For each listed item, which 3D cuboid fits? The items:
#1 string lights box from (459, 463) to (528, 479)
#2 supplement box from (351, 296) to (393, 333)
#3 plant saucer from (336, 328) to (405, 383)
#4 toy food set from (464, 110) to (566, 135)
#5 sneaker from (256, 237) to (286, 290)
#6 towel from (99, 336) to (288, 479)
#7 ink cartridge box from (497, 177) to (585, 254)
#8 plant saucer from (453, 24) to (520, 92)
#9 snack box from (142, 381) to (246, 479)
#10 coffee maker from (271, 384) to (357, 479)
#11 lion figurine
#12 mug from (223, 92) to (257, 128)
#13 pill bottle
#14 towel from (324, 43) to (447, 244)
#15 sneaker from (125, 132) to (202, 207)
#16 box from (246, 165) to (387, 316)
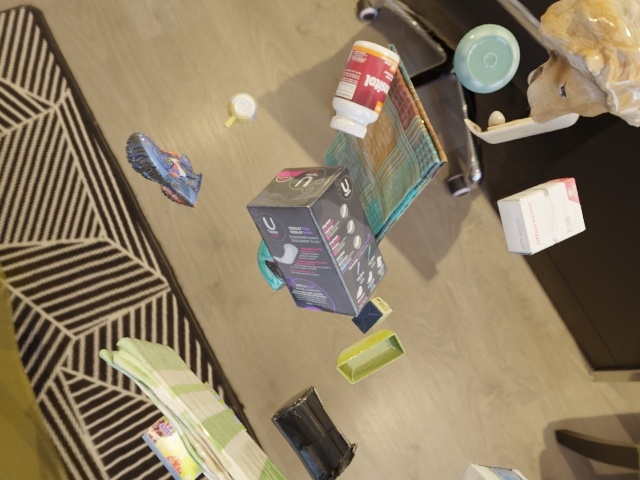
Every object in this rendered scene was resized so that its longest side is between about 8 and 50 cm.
[{"bbox_3d":[0.501,0.683,1.536,0.259,0.133,0.077,25,98,-38],"label":"string lights box"},{"bbox_3d":[0.146,0.209,1.597,0.056,0.083,0.083,47,112,18],"label":"supplement box"},{"bbox_3d":[0.138,0.322,1.618,0.188,0.188,0.045,-30,57,1],"label":"plant saucer"},{"bbox_3d":[0.598,-0.366,1.677,0.306,0.219,0.092,-11,88,26],"label":"toy food set"},{"bbox_3d":[-0.057,0.085,1.603,0.295,0.178,0.124,31,35,-13],"label":"sneaker"},{"bbox_3d":[-0.104,0.244,0.650,0.038,0.248,0.325,-43,81,-10],"label":"towel"},{"bbox_3d":[0.617,-0.069,1.594,0.218,0.092,0.159,-20,99,-26],"label":"ink cartridge box"},{"bbox_3d":[0.302,-0.325,1.025,0.119,0.021,0.119,0,111,0],"label":"plant saucer"},{"bbox_3d":[-0.329,0.507,1.499,0.174,0.070,0.207,47,51,7],"label":"snack box"},{"bbox_3d":[-0.013,0.427,1.249,0.120,0.171,0.178,-36,88,-1],"label":"coffee maker"},{"bbox_3d":[0.358,-0.165,0.556,0.392,0.142,0.240,10,38,-19],"label":"lion figurine"},{"bbox_3d":[-0.157,-0.258,1.141,0.062,0.064,0.078,10,98,-10],"label":"mug"},{"bbox_3d":[0.073,-0.261,0.997,0.086,0.086,0.152,20,99,-5],"label":"pill bottle"},{"bbox_3d":[0.111,-0.166,1.157,0.040,0.370,0.271,-12,68,-23],"label":"towel"},{"bbox_3d":[-0.327,-0.160,1.207,0.083,0.221,0.087,11,66,27],"label":"sneaker"},{"bbox_3d":[0.000,0.000,1.139,0.143,0.165,0.270,-51,130,-37],"label":"box"}]
